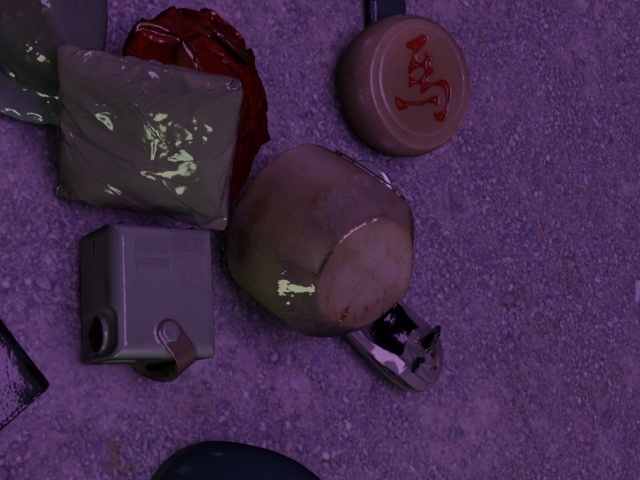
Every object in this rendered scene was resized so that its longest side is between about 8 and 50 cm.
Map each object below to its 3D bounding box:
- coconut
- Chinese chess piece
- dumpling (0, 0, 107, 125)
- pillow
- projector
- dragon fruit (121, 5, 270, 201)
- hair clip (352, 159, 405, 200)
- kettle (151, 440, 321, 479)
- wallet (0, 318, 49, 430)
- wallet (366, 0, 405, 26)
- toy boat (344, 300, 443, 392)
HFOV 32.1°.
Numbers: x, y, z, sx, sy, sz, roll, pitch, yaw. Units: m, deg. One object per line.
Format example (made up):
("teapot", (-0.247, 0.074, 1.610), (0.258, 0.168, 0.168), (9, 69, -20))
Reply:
("coconut", (0.000, 0.000, 1.856), (0.323, 0.323, 0.323), (5, 80, -34))
("Chinese chess piece", (0.159, -0.290, 2.091), (0.273, 0.102, 0.273), (0, 90, -34))
("dumpling", (-0.438, -0.361, 1.650), (0.270, 0.212, 0.320), (2, 72, -31))
("pillow", (-0.261, -0.143, 1.652), (0.274, 0.280, 0.076), (11, 41, -1))
("projector", (-0.269, 0.099, 1.726), (0.177, 0.163, 0.242), (2, 80, -33))
("dragon fruit", (-0.221, -0.272, 1.808), (0.330, 0.240, 0.302), (-77, 155, -43))
("hair clip", (0.078, -0.090, 2.057), (0.172, 0.049, 0.116), (-21, 100, -37))
("kettle", (-0.061, 0.426, 1.712), (0.319, 0.342, 0.247), (-12, 89, -35))
("wallet", (-0.545, 0.138, 1.604), (0.172, 0.045, 0.318), (-44, 107, -33))
("wallet", (0.125, -0.441, 2.150), (0.088, 0.026, 0.129), (2, 85, -33))
("toy boat", (0.134, 0.162, 2.012), (0.269, 0.141, 0.141), (40, 63, -8))
